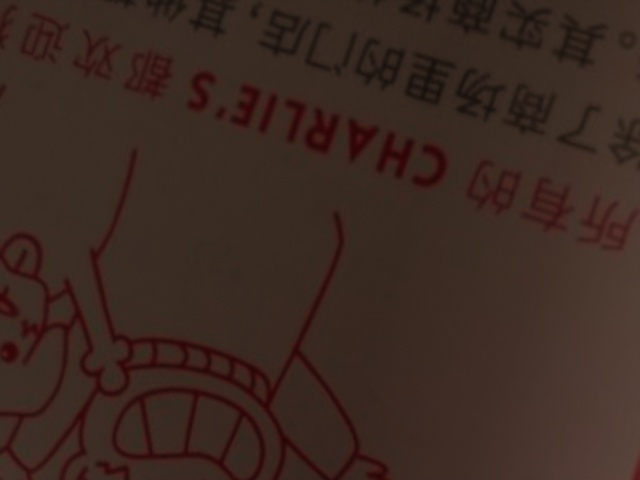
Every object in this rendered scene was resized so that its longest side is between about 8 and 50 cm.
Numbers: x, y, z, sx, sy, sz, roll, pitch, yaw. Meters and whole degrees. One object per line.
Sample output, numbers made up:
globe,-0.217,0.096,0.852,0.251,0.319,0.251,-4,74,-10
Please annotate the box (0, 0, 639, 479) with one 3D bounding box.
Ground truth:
box,0.000,0.000,0.558,0.312,0.314,0.300,-71,161,0
